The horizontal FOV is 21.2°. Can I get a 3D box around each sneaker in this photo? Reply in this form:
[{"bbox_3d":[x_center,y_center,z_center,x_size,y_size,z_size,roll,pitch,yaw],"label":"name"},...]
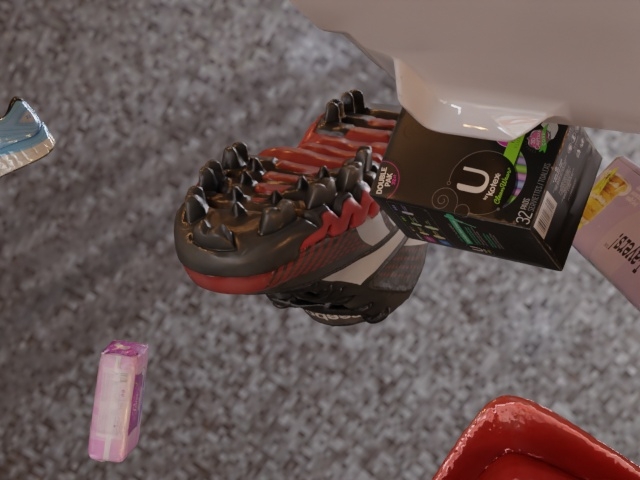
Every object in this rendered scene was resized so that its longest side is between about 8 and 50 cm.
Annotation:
[{"bbox_3d":[-0.326,-0.080,1.549,0.162,0.063,0.073,-27,97,-18],"label":"sneaker"},{"bbox_3d":[0.001,0.000,1.012,0.098,0.135,0.276,12,19,21],"label":"sneaker"}]

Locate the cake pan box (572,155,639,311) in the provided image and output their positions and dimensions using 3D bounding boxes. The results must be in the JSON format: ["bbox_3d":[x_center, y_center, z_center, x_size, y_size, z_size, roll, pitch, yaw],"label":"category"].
[{"bbox_3d":[0.266,0.080,0.953,0.267,0.070,0.246,42,8,-16],"label":"cake pan box"}]

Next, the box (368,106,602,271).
[{"bbox_3d":[0.076,-0.030,0.785,0.083,0.062,0.052,14,-17,30],"label":"box"}]

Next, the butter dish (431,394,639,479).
[{"bbox_3d":[0.091,0.167,0.683,0.160,0.160,0.118,33,7,10],"label":"butter dish"}]

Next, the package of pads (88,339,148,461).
[{"bbox_3d":[-0.148,0.117,1.255,0.032,0.083,0.050,9,9,3],"label":"package of pads"}]

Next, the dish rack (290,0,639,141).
[{"bbox_3d":[0.116,-0.087,0.574,0.333,0.072,0.285,11,-12,29],"label":"dish rack"}]
